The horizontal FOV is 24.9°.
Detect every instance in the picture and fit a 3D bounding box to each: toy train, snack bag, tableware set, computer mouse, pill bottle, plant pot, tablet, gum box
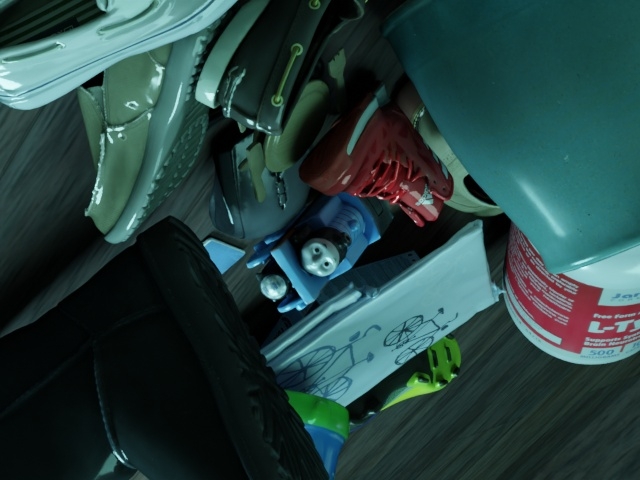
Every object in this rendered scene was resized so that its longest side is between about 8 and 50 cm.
[{"bbox_3d":[0.000,0.000,1.411,0.105,0.080,0.184,-31,-171,27],"label":"toy train"},{"bbox_3d":[0.066,0.108,1.739,0.342,0.037,0.323,-34,159,-2],"label":"snack bag"},{"bbox_3d":[-0.035,-0.128,1.155,0.128,0.039,0.194,-49,157,-22],"label":"tableware set"},{"bbox_3d":[-0.077,-0.051,1.280,0.184,0.060,0.262,-27,156,-24],"label":"computer mouse"},{"bbox_3d":[0.344,-0.017,1.752,0.229,0.229,0.407,-32,158,-10],"label":"pill bottle"},{"bbox_3d":[0.225,-0.120,1.209,0.272,0.255,0.271,-25,179,0],"label":"plant pot"},{"bbox_3d":[-0.111,0.021,1.449,0.054,0.006,0.083,-41,159,10],"label":"tablet"},{"bbox_3d":[0.025,0.091,1.749,0.184,0.041,0.157,-15,150,-40],"label":"gum box"}]

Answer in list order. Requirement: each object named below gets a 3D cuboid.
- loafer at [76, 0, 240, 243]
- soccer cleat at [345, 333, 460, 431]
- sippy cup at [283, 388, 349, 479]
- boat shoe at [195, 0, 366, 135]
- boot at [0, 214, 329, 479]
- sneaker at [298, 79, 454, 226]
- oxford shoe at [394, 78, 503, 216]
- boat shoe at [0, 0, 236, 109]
[{"bbox_3d":[-0.132,-0.102,1.069,0.094,0.087,0.251,-52,171,-48],"label":"loafer"},{"bbox_3d":[0.081,0.191,2.014,0.289,0.093,0.121,-22,-175,-42],"label":"soccer cleat"},{"bbox_3d":[-0.088,0.295,1.626,0.305,0.224,0.240,19,156,-38],"label":"sippy cup"},{"bbox_3d":[-0.001,-0.174,1.030,0.227,0.069,0.081,-57,173,-16],"label":"boat shoe"},{"bbox_3d":[-0.230,0.236,1.215,0.445,0.367,0.146,-33,143,5],"label":"boot"},{"bbox_3d":[0.064,-0.063,1.269,0.087,0.128,0.221,-44,-174,26],"label":"sneaker"},{"bbox_3d":[0.167,-0.070,1.510,0.123,0.130,0.348,-39,158,6],"label":"oxford shoe"},{"bbox_3d":[-0.130,-0.163,0.938,0.226,0.083,0.076,-36,157,3],"label":"boat shoe"}]
